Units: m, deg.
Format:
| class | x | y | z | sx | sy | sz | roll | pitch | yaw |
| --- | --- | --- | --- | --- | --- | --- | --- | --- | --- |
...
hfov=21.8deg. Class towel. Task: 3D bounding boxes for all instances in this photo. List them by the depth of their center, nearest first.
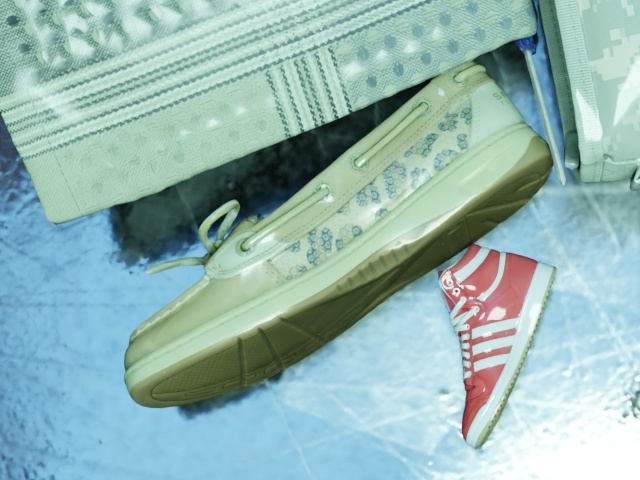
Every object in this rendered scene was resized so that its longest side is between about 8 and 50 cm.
| class | x | y | z | sx | sy | sz | roll | pitch | yaw |
| --- | --- | --- | --- | --- | --- | --- | --- | --- | --- |
| towel | -0.069 | -0.201 | 0.927 | 0.324 | 0.056 | 0.312 | -22 | 110 | -2 |

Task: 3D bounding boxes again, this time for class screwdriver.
| class | x | y | z | sx | sy | sz | roll | pitch | yaw |
| --- | --- | --- | --- | --- | --- | --- | --- | --- | --- |
| screwdriver | 0.129 | -0.102 | 0.986 | 0.025 | 0.024 | 0.170 | -34 | 48 | 24 |

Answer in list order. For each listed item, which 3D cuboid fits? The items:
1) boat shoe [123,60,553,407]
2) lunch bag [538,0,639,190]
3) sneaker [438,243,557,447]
| class | x | y | z | sx | sy | sz | roll | pitch | yaw |
| --- | --- | --- | --- | --- | --- | --- | --- | --- | --- |
| boat shoe | 0.000 | 0.000 | 0.984 | 0.285 | 0.104 | 0.089 | -31 | 73 | -9 |
| lunch bag | 0.237 | -0.174 | 0.943 | 0.235 | 0.169 | 0.287 | -9 | 74 | 6 |
| sneaker | 0.089 | 0.059 | 0.984 | 0.067 | 0.042 | 0.118 | 21 | 76 | 7 |
